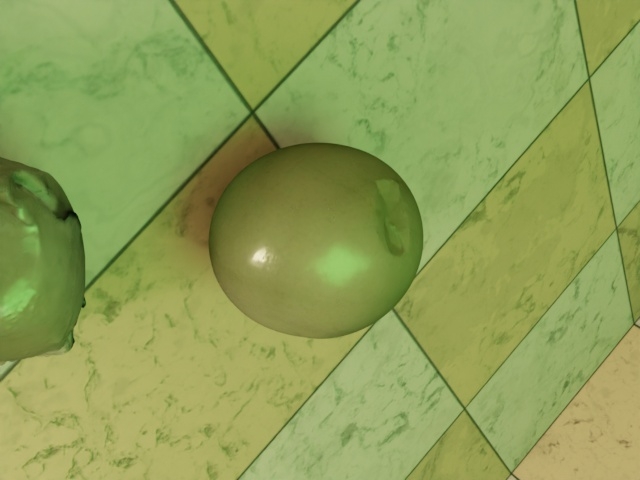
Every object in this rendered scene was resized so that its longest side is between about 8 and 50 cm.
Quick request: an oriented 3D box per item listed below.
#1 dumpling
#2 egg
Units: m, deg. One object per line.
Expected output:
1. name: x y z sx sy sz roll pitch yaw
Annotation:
1. dumpling: -0.308 0.037 0.702 0.226 0.175 0.244 -6 114 -10
2. egg: 0.000 0.000 0.940 0.269 0.219 0.219 -12 127 -44
